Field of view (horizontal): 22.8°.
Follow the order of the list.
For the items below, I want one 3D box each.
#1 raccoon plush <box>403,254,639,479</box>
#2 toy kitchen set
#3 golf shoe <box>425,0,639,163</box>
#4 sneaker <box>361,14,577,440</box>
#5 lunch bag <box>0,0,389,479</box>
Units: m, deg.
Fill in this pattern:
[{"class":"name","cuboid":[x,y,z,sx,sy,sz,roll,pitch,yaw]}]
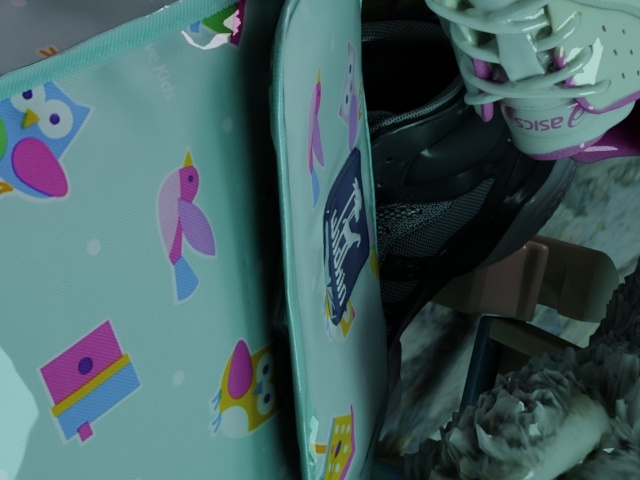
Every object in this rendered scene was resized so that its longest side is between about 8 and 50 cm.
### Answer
[{"class":"raccoon plush","cuboid":[0.127,0.051,0.736,0.299,0.446,0.216,12,119,-21]},{"class":"toy kitchen set","cuboid":[0.058,0.089,0.875,0.166,0.122,0.207,9,96,-52]},{"class":"golf shoe","cuboid":[0.083,-0.106,0.588,0.306,0.115,0.140,11,81,-58]},{"class":"sneaker","cuboid":[0.000,0.000,0.708,0.268,0.101,0.153,-48,144,-9]},{"class":"lunch bag","cuboid":[-0.073,0.013,0.545,0.262,0.160,0.223,-25,120,-35]}]
